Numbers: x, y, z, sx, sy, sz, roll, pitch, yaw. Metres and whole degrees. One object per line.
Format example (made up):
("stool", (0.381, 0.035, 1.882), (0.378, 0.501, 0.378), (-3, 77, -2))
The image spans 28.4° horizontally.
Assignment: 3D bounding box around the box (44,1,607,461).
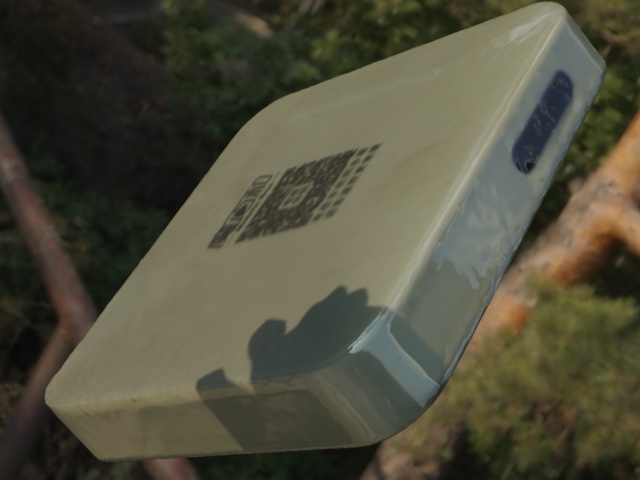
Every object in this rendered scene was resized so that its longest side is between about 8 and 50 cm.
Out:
("box", (0.000, 0.000, 0.930), (0.373, 0.367, 0.090), (-14, -56, 48))
